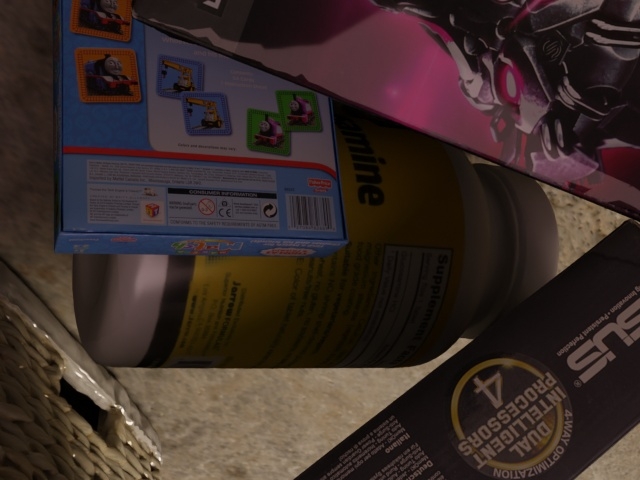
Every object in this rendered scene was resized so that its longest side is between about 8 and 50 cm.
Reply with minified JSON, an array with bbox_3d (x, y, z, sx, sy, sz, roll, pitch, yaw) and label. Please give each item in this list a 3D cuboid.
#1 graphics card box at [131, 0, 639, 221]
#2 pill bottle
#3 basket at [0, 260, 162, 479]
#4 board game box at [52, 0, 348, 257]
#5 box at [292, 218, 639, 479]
[{"bbox_3d":[0.112,-0.158,0.456,0.371,0.094,0.233,21,102,-13],"label":"graphics card box"},{"bbox_3d":[0.000,0.000,0.632,0.334,0.188,0.188,4,131,-25],"label":"pill bottle"},{"bbox_3d":[-0.322,0.248,0.700,0.331,0.266,0.328,-24,136,0],"label":"basket"},{"bbox_3d":[-0.073,-0.096,0.498,0.160,0.211,0.039,2,162,-22],"label":"board game box"},{"bbox_3d":[0.038,0.181,0.546,0.395,0.097,0.318,-35,160,-14],"label":"box"}]
